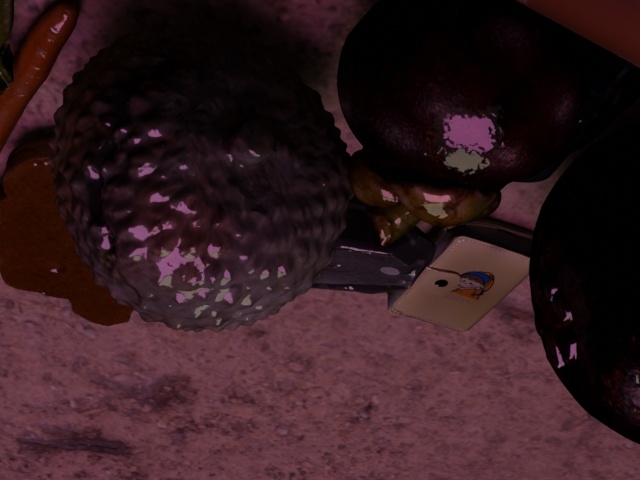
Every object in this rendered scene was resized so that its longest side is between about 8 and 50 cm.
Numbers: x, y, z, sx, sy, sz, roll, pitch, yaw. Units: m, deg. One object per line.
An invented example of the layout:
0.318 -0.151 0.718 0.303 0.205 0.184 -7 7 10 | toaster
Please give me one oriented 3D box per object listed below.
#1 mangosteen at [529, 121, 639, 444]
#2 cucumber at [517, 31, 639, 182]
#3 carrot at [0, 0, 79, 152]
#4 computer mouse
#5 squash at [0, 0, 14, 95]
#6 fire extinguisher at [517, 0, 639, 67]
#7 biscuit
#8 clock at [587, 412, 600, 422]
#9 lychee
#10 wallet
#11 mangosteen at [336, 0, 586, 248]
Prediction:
0.329 0.034 1.092 0.313 0.297 0.297 -14 157 -38 | mangosteen
0.197 -0.110 1.072 0.115 0.085 0.193 28 130 -26 | cucumber
-0.270 -0.130 1.116 0.043 0.043 0.248 24 137 -24 | carrot
0.000 -0.003 1.236 0.231 0.071 0.126 2 159 19 | computer mouse
-0.254 -0.233 0.950 0.080 0.071 0.318 27 138 2 | squash
0.140 -0.245 0.815 0.376 0.113 0.200 31 106 15 | fire extinguisher
-0.226 -0.006 1.273 0.209 0.041 0.290 4 144 2 | biscuit
0.403 0.136 1.369 0.253 0.083 0.186 -3 142 10 | clock
-0.105 -0.048 1.035 0.255 0.255 0.274 28 157 -28 | lychee
0.142 0.034 1.295 0.110 0.039 0.155 15 142 -20 | wallet
0.100 -0.094 0.977 0.194 0.194 0.230 12 104 -10 | mangosteen
